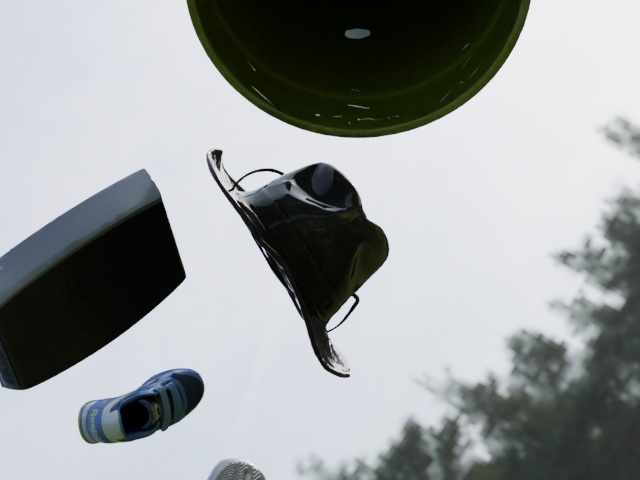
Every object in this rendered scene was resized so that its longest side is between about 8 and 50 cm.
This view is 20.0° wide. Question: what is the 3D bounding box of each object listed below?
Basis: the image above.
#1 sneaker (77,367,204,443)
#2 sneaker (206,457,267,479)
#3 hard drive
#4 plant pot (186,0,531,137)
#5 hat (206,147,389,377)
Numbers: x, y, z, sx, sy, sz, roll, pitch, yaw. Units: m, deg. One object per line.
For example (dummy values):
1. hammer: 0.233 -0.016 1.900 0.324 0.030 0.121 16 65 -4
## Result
1. sneaker: -0.161 0.162 1.745 0.144 0.059 0.053 -22 -81 -40
2. sneaker: -0.145 0.457 2.401 0.124 0.321 0.180 15 -28 -26
3. hard drive: -0.266 0.050 2.037 0.254 0.054 0.172 -35 -45 -24
4. plant pot: 0.044 -0.357 2.046 0.353 0.366 0.366 -87 10 -61
5. hat: 0.000 0.000 2.038 0.134 0.331 0.331 -29 -31 0
